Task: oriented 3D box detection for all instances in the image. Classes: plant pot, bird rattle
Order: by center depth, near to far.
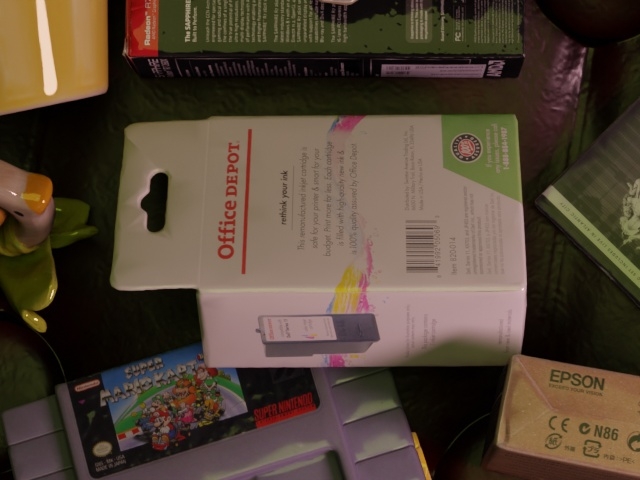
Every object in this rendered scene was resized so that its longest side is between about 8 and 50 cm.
[{"bbox_3d":[-0.326,-0.038,1.790,0.253,0.207,0.143,24,64,-4],"label":"bird rattle"},{"bbox_3d":[-0.296,-0.233,1.801,0.254,0.254,0.239,-11,95,0],"label":"plant pot"}]

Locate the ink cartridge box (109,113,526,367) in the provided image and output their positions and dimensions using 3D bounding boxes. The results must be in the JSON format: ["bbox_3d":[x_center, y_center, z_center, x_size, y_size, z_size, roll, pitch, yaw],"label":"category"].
[{"bbox_3d":[0.000,0.000,1.770,0.353,0.119,0.207,0,51,2],"label":"ink cartridge box"}]

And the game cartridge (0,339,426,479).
[{"bbox_3d":[-0.095,0.201,1.784,0.355,0.068,0.230,-18,72,1],"label":"game cartridge"}]

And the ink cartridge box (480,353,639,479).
[{"bbox_3d":[0.265,0.172,1.734,0.235,0.193,0.088,10,79,3],"label":"ink cartridge box"}]

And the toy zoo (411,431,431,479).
[{"bbox_3d":[0.027,0.298,1.803,0.192,0.030,0.293,-17,81,-1],"label":"toy zoo"}]

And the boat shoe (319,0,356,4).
[{"bbox_3d":[0.131,-0.273,1.764,0.302,0.113,0.103,-7,83,10],"label":"boat shoe"}]

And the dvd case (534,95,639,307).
[{"bbox_3d":[0.333,-0.055,1.857,0.221,0.018,0.164,-45,84,-6],"label":"dvd case"}]

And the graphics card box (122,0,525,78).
[{"bbox_3d":[0.006,-0.271,1.862,0.371,0.094,0.232,-1,81,2],"label":"graphics card box"}]
